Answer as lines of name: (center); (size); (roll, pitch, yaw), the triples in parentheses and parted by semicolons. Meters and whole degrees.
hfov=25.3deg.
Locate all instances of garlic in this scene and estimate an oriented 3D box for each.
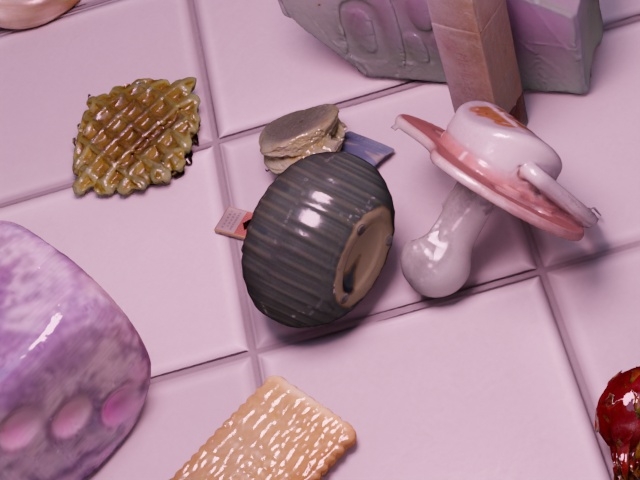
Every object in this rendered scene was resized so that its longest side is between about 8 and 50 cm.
garlic: (-0.515, -0.461, 2.449); (0.228, 0.110, 0.217); (-4, 56, 13)

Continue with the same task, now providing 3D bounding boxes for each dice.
dice: (-0.403, 0.158, 1.823); (0.270, 0.270, 0.271); (29, 66, 32)

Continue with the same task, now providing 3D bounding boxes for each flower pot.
flower pot: (0.000, 0.000, 1.872); (0.157, 0.189, 0.243); (23, 89, 37)

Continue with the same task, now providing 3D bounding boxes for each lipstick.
lipstick: (0.208, -0.265, 1.906); (0.076, 0.371, 0.079); (19, 60, 29)

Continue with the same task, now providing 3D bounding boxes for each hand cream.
hand cream: (-0.011, -0.064, 2.025); (0.091, 0.058, 0.271); (23, 57, 37)

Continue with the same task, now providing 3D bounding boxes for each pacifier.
pacifier: (0.207, -0.065, 1.853); (0.273, 0.220, 0.332); (-28, 27, -4)

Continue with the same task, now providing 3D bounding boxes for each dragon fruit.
dragon fruit: (0.361, 0.230, 1.665); (0.094, 0.094, 0.190); (9, 68, 23)

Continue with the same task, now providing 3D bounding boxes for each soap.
soap: (0.170, -0.356, 2.062); (0.446, 0.261, 0.156); (8, 59, 21)

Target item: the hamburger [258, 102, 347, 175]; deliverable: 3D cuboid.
hamburger: (-0.026, -0.146, 2.061); (0.133, 0.062, 0.140); (-21, 21, 8)

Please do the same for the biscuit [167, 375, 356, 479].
biscuit: (-0.085, 0.291, 1.781); (0.160, 0.030, 0.249); (31, 66, 33)

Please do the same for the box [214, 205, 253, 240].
box: (-0.107, -0.021, 2.043); (0.083, 0.012, 0.046); (15, 58, 26)

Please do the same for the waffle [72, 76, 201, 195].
waffle: (-0.283, -0.160, 2.176); (0.208, 0.054, 0.214); (-6, 57, 8)
